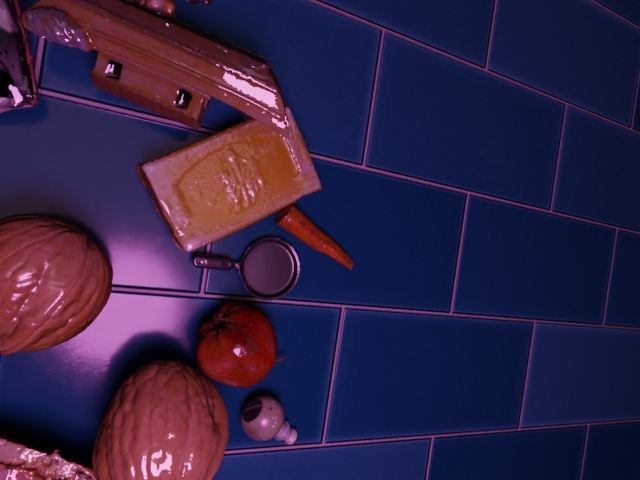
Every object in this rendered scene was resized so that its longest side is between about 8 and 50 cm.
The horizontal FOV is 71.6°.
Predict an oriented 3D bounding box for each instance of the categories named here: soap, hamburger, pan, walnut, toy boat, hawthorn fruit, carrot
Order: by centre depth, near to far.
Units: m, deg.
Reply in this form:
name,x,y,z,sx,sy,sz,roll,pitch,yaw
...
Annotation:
name,x,y,z,sx,sy,sz,roll,pitch,yaw
walnut,-0.450,0.069,0.698,0.228,0.228,0.227,-2,94,-25
hamburger,-0.491,0.412,0.727,0.282,0.245,0.155,13,59,12
toy boat,-0.254,-0.286,0.757,0.446,0.136,0.162,19,115,-13
walnut,-0.274,0.335,0.775,0.225,0.225,0.260,13,46,-26
soap,-0.171,-0.123,0.881,0.315,0.091,0.199,-28,103,-22
hawthorn fruit,-0.148,0.224,0.891,0.162,0.163,0.203,-45,121,-16
pan,-0.153,0.053,0.933,0.235,0.028,0.136,10,89,-29
carrot,0.000,0.000,0.993,0.224,0.057,0.057,36,78,-26

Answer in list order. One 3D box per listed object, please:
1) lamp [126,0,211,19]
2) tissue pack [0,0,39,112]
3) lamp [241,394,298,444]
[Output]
name,x,y,z,sx,sy,sz,roll,pitch,yaw
lamp,-0.326,-0.455,0.775,0.253,0.118,0.118,18,86,-29
tissue pack,-0.573,-0.350,0.636,0.245,0.123,0.332,-10,107,-22
lamp,-0.100,0.399,0.960,0.091,0.091,0.163,-50,128,-14
